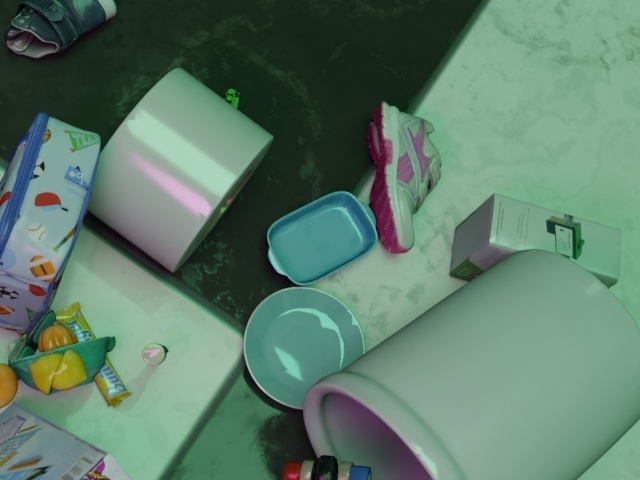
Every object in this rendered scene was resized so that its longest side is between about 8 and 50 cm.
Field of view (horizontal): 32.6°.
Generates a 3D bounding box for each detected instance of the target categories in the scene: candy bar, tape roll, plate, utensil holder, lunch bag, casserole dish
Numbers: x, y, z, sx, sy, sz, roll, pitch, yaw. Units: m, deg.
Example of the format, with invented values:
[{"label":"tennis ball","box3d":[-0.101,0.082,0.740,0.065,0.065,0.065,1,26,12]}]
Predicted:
[{"label":"candy bar","box3d":[-0.322,0.163,1.553,0.040,0.018,0.161,-29,81,-22]},{"label":"tape roll","box3d":[-0.202,-0.099,1.553,0.169,0.246,0.246,36,66,-1]},{"label":"plate","box3d":[-0.025,0.162,1.636,0.188,0.024,0.188,5,70,-15]},{"label":"utensil holder","box3d":[0.223,0.231,1.524,0.385,0.327,0.327,-34,84,-25]},{"label":"lunch bag","box3d":[-0.387,-0.021,1.447,0.115,0.303,0.243,19,61,-20]},{"label":"casserole dish","box3d":[0.000,0.000,1.691,0.188,0.037,0.114,-28,81,-23]}]

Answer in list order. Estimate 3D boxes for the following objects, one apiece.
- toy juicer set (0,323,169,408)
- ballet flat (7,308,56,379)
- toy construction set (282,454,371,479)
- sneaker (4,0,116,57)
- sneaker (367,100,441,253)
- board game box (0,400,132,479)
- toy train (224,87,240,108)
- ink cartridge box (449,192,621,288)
[{"label":"toy juicer set","box3d":[-0.326,0.148,1.420,0.329,0.209,0.089,-13,85,-28]},{"label":"ballet flat","box3d":[-0.412,0.143,1.527,0.041,0.041,0.114,29,66,-5]},{"label":"toy construction set","box3d":[-0.028,0.447,1.437,0.309,0.237,0.257,-17,60,-2]},{"label":"sneaker","box3d":[-0.447,-0.382,1.664,0.226,0.086,0.163,43,63,0]},{"label":"sneaker","box3d":[0.141,-0.100,1.729,0.111,0.103,0.252,5,71,-13]},{"label":"board game box","box3d":[-0.415,0.350,1.307,0.319,0.318,0.066,-43,116,-23]},{"label":"toy train","box3d":[-0.144,-0.202,1.729,0.024,0.017,0.083,19,67,-20]},{"label":"ink cartridge box","box3d":[0.336,0.021,1.713,0.220,0.160,0.092,15,67,-12]}]
